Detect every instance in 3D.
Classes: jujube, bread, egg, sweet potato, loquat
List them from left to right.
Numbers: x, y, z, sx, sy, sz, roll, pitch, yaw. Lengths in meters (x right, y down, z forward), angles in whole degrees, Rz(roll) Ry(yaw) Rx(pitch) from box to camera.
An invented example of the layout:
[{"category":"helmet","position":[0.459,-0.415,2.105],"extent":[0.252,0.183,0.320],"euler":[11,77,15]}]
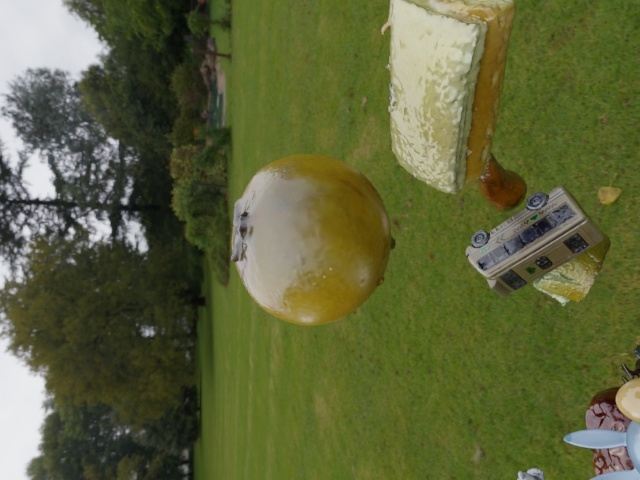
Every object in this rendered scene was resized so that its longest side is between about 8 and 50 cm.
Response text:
[{"category":"loquat","position":[0.000,0.000,0.818],"extent":[0.328,0.360,0.328],"euler":[-15,72,58]},{"category":"bread","position":[0.235,-0.299,0.839],"extent":[0.236,0.165,0.375],"euler":[46,161,36]},{"category":"sweet potato","position":[0.485,-0.134,1.106],"extent":[0.112,0.359,0.112],"euler":[-6,80,37]},{"category":"bread","position":[0.687,0.052,1.153],"extent":[0.257,0.124,0.185],"euler":[-48,-19,-31]},{"category":"jujube","position":[0.935,0.622,1.217],"extent":[0.276,0.277,0.376],"euler":[-161,61,-70]},{"category":"egg","position":[0.536,0.262,0.680],"extent":[0.096,0.080,0.080],"euler":[-18,71,59]}]

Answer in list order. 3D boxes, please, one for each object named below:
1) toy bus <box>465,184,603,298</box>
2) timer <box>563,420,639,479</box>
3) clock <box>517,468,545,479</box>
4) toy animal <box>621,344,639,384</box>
[{"category":"toy bus","position":[0.523,0.012,1.045],"extent":[0.289,0.139,0.157],"euler":[-39,34,27]},{"category":"timer","position":[0.639,0.422,0.802],"extent":[0.255,0.175,0.175],"euler":[-56,35,38]},{"category":"clock","position":[0.690,0.841,1.352],"extent":[0.080,0.117,0.176],"euler":[-31,54,46]},{"category":"toy animal","position":[1.110,0.447,1.402],"extent":[0.116,0.180,0.218],"euler":[14,124,66]}]
